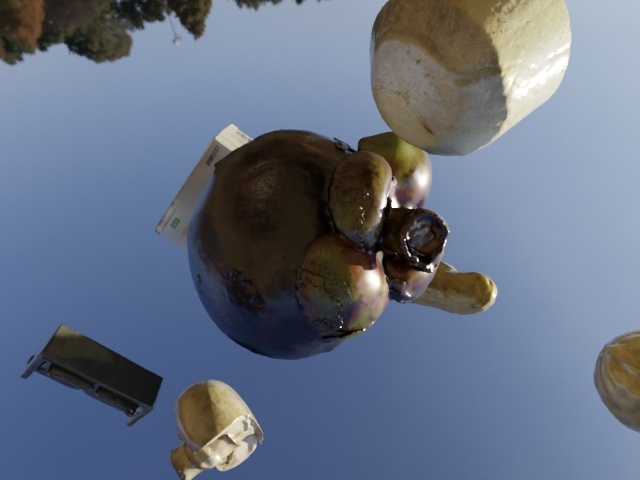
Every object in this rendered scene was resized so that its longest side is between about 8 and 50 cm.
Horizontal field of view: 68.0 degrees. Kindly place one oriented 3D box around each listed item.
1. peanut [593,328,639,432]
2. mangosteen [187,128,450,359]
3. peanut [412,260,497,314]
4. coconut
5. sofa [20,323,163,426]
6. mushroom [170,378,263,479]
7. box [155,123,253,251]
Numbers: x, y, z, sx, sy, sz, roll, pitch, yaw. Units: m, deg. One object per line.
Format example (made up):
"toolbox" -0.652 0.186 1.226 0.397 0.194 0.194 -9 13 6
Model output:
"peanut" 0.475 0.190 0.646 0.305 0.147 0.147 13 -159 -34
"mangosteen" -0.017 -0.015 0.774 0.421 0.381 0.381 -39 -162 37
"peanut" 0.352 0.128 1.358 0.318 0.148 0.147 4 -145 48
"coconut" 0.170 -0.215 0.549 0.222 0.202 0.202 -39 -137 -21
"sofa" -0.280 0.176 0.576 0.085 0.147 0.060 -38 -152 28
"mushroom" -0.263 0.427 1.097 0.195 0.254 0.189 -34 -128 -15
"box" -0.260 -0.118 1.231 0.333 0.173 0.145 -49 -167 23
